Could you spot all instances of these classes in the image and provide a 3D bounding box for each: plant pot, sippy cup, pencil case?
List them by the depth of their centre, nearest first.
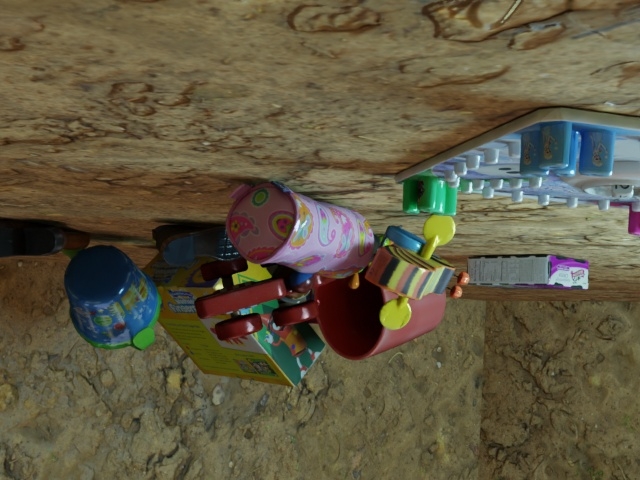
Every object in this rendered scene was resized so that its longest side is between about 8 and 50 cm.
[{"bbox_3d":[-0.025,-0.013,1.315,0.124,0.124,0.284,1,173,28],"label":"pencil case"},{"bbox_3d":[0.159,0.148,2.227,0.243,0.274,0.275,-5,-179,-38],"label":"plant pot"},{"bbox_3d":[-0.534,0.128,2.251,0.306,0.240,0.224,13,154,7],"label":"sippy cup"}]

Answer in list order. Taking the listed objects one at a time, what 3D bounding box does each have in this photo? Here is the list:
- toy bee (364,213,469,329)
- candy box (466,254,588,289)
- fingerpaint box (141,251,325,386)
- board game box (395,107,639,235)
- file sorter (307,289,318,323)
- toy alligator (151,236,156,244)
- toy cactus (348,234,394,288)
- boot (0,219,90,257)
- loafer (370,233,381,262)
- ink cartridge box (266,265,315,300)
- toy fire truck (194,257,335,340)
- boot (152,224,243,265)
[{"bbox_3d":[0.168,0.039,1.462,0.162,0.195,0.298,26,-148,4],"label":"toy bee"},{"bbox_3d":[0.479,0.076,2.086,0.159,0.071,0.233,8,174,-40],"label":"candy box"},{"bbox_3d":[-0.260,0.201,2.445,0.445,0.163,0.371,-4,130,51],"label":"fingerpaint box"},{"bbox_3d":[0.323,-0.055,0.962,0.390,0.050,0.390,5,174,-14],"label":"board game box"},{"bbox_3d":[0.087,0.146,2.496,0.202,0.182,0.291,-2,173,38],"label":"file sorter"},{"bbox_3d":[-0.347,0.004,1.995,0.056,0.051,0.190,4,174,-6],"label":"toy alligator"},{"bbox_3d":[0.058,0.028,1.819,0.181,0.112,0.219,12,-170,43],"label":"toy cactus"},{"bbox_3d":[-0.691,-0.013,2.058,0.264,0.096,0.280,-4,-178,-1],"label":"boot"},{"bbox_3d":[0.000,0.000,1.667,0.220,0.080,0.078,-3,163,13],"label":"loafer"},{"bbox_3d":[-0.027,0.149,2.651,0.168,0.171,0.233,-1,172,40],"label":"ink cartridge box"},{"bbox_3d":[-0.110,0.104,1.836,0.302,0.169,0.254,-13,-179,-11],"label":"toy fire truck"},{"bbox_3d":[-0.235,-0.009,1.828,0.219,0.082,0.106,-5,-154,-31],"label":"boot"}]
